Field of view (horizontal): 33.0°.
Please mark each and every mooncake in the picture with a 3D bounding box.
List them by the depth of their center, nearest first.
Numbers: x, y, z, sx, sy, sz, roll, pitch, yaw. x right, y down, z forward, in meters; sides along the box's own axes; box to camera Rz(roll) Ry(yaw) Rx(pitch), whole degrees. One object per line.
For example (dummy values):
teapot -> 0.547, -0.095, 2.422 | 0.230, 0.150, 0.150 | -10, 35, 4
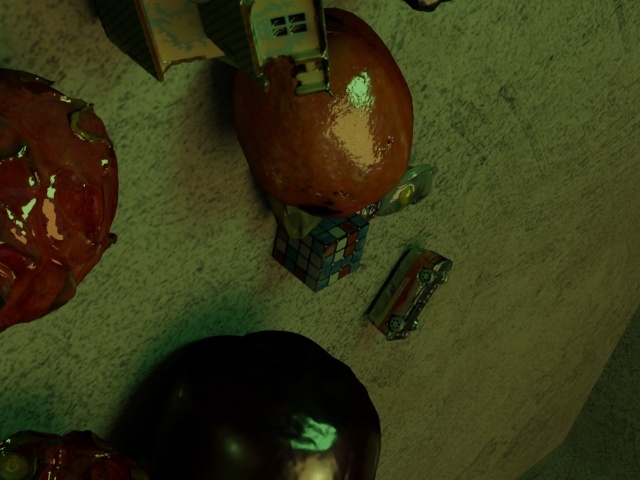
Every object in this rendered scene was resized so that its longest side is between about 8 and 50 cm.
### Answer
mooncake -> -0.020, -0.074, 1.430 | 0.125, 0.073, 0.130 | -39, 148, -18

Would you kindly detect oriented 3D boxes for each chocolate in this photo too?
chocolate -> -0.098, 0.291, 1.508 | 0.383, 0.383, 0.331 | -16, 121, -48

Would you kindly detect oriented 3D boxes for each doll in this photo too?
doll -> 0.103, -0.067, 1.640 | 0.194, 0.062, 0.104 | -31, 146, -22

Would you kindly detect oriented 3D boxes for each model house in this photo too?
model house -> -0.110, -0.238, 0.988 | 0.206, 0.271, 0.178 | -10, 149, -2

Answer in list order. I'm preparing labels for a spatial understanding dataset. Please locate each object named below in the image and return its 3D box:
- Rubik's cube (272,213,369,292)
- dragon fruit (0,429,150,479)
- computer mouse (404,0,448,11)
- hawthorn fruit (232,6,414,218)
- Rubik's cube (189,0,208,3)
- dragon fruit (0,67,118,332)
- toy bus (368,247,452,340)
Rubik's cube -> 0.000, 0.000, 1.529 | 0.092, 0.092, 0.092 | -28, 145, -38
dragon fruit -> -0.318, 0.375, 1.303 | 0.277, 0.277, 0.343 | -34, 144, -30
computer mouse -> 0.143, -0.417, 1.193 | 0.182, 0.116, 0.323 | 5, 123, -25
hawthorn fruit -> -0.005, -0.169, 1.215 | 0.211, 0.211, 0.299 | -40, 140, -21
Rubik's cube -> -0.065, -0.399, 0.708 | 0.313, 0.318, 0.316 | -34, 149, -29
dragon fruit -> -0.291, -0.030, 0.917 | 0.252, 0.241, 0.241 | -58, 156, -21
toy bus -> 0.156, 0.089, 1.887 | 0.079, 0.077, 0.174 | 6, 118, -58
